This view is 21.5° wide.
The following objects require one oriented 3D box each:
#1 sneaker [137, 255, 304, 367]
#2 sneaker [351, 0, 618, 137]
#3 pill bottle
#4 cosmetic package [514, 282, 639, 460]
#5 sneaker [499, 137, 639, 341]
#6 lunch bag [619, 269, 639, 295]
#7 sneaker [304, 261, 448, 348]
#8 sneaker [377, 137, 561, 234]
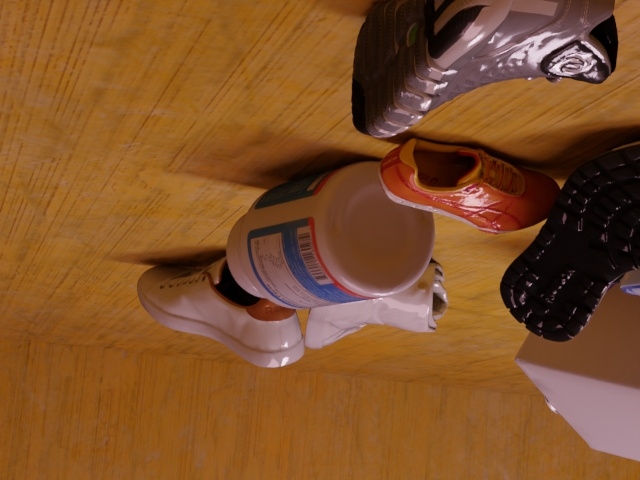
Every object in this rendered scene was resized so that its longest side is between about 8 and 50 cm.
[{"bbox_3d":[-0.128,0.057,2.138,0.290,0.123,0.106,19,-145,42],"label":"sneaker"},{"bbox_3d":[0.105,-0.108,1.010,0.132,0.086,0.228,5,170,-16],"label":"sneaker"},{"bbox_3d":[0.000,0.000,1.574,0.124,0.124,0.221,10,170,-28],"label":"pill bottle"},{"bbox_3d":[0.416,0.152,1.802,0.365,0.155,0.197,12,153,47],"label":"cosmetic package"},{"bbox_3d":[0.254,-0.031,1.410,0.107,0.124,0.283,44,145,1],"label":"sneaker"},{"bbox_3d":[0.399,0.021,1.589,0.219,0.090,0.176,11,168,-33],"label":"lunch bag"},{"bbox_3d":[0.070,0.084,2.084,0.169,0.108,0.292,8,169,-2],"label":"sneaker"},{"bbox_3d":[0.135,-0.046,1.426,0.175,0.064,0.067,7,161,-27],"label":"sneaker"}]
